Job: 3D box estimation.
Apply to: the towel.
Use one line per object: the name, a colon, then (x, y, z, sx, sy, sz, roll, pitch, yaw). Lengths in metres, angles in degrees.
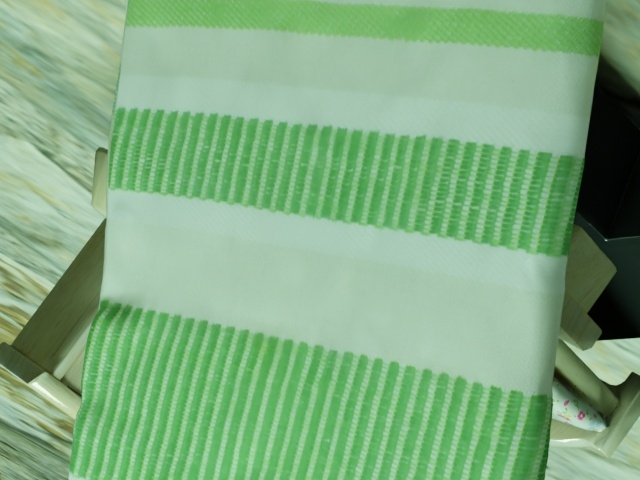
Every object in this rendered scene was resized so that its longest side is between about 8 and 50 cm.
towel: (0.000, 0.000, 0.743, 0.248, 0.325, 0.038, 10, -176, 43)

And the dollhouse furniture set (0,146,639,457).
dollhouse furniture set: (0.023, 0.084, 0.914, 0.355, 0.174, 0.303, 28, 169, 48)

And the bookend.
bookend: (0.136, -0.029, 0.845, 0.157, 0.072, 0.156, 40, 151, -30)
